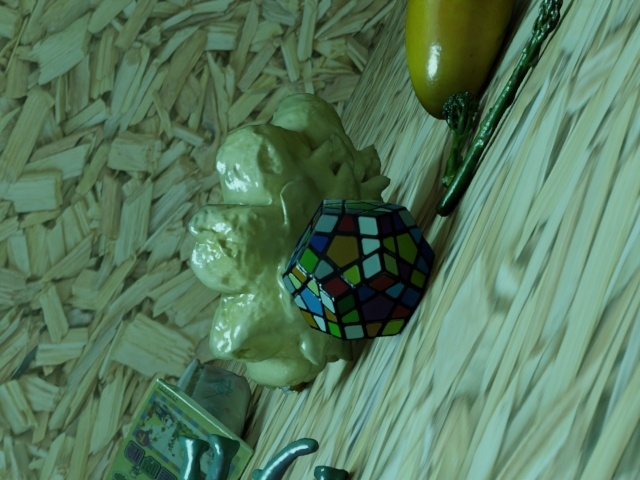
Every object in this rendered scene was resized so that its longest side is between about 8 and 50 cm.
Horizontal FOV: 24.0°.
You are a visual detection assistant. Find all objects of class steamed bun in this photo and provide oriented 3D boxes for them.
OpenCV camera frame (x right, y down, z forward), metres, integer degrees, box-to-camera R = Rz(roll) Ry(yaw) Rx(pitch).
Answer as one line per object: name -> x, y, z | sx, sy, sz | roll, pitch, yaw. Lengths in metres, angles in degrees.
steamed bun -> 0.000, 0.000, 1.471 | 0.295, 0.137, 0.292 | 34, -120, -58

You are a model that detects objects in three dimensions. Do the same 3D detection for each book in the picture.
book -> -0.190, 0.302, 2.006 | 0.013, 0.168, 0.192 | -20, -38, -60

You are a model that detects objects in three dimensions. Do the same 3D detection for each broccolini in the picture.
broccolini -> 0.126, -0.097, 1.435 | 0.140, 0.035, 0.030 | -71, 5, -50

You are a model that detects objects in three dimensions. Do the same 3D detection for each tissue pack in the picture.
tissue pack -> -0.195, 0.316, 2.179 | 0.201, 0.124, 0.271 | -61, 6, 20

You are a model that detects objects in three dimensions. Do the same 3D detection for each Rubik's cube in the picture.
Rubik's cube -> 0.033, 0.024, 1.303 | 0.112, 0.133, 0.133 | -35, -8, -23

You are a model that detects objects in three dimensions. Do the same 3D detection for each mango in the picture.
mango -> 0.143, -0.224, 1.556 | 0.145, 0.112, 0.219 | 114, 167, -66

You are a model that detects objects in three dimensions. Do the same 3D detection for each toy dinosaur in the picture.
toy dinosaur -> -0.087, 0.327, 1.191 | 0.383, 0.129, 0.330 | 137, 149, -74

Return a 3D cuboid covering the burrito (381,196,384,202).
burrito -> 0.045, -0.009, 1.748 | 0.229, 0.058, 0.063 | -68, 0, -67

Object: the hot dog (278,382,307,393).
hot dog -> -0.029, 0.134, 1.788 | 0.099, 0.053, 0.192 | -63, 1, -5

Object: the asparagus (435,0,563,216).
asparagus -> 0.156, -0.119, 1.302 | 0.023, 0.022, 0.232 | 3, -59, -45
